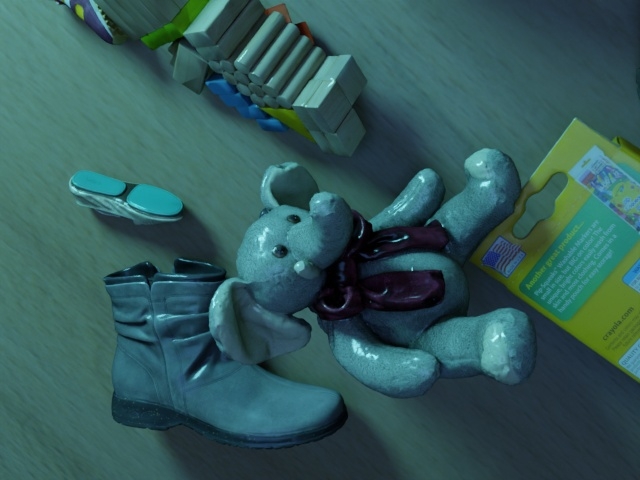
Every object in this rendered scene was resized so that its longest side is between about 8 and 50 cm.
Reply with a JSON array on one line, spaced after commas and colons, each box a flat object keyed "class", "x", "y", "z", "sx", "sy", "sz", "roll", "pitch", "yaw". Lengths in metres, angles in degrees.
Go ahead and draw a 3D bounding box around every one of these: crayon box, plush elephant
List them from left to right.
[{"class": "plush elephant", "x": 0.031, "y": 0.027, "z": 0.813, "sx": 0.256, "sy": 0.271, "sz": 0.330, "roll": 24, "pitch": 147, "yaw": -24}, {"class": "crayon box", "x": 0.358, "y": 0.030, "z": 0.839, "sx": 0.323, "sy": 0.083, "sz": 0.203, "roll": 36, "pitch": 114, "yaw": 7}]

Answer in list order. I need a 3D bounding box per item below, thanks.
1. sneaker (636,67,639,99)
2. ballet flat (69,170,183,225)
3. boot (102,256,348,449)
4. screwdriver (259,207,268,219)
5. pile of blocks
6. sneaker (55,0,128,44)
[{"class": "sneaker", "x": 0.374, "y": -0.213, "z": 0.752, "sx": 0.116, "sy": 0.136, "sz": 0.313, "roll": -13, "pitch": 102, "yaw": 18}, {"class": "ballet flat", "x": -0.254, "y": -0.050, "z": 1.007, "sx": 0.168, "sy": 0.057, "sz": 0.052, "roll": 19, "pitch": 137, "yaw": 12}, {"class": "boot", "x": -0.131, "y": 0.141, "z": 0.994, "sx": 0.339, "sy": 0.118, "sz": 0.222, "roll": 3, "pitch": 101, "yaw": 9}, {"class": "screwdriver", "x": 0.000, "y": 0.000, "z": 0.972, "sx": 0.170, "sy": 0.025, "sz": 0.024, "roll": 24, "pitch": 109, "yaw": -3}, {"class": "pile of blocks", "x": -0.094, "y": -0.235, "z": 0.895, "sx": 0.362, "sy": 0.149, "sz": 0.112, "roll": 35, "pitch": 68, "yaw": -7}, {"class": "sneaker", "x": -0.305, "y": -0.312, "z": 0.936, "sx": 0.084, "sy": 0.069, "sz": 0.185, "roll": -30, "pitch": 90, "yaw": 28}]
